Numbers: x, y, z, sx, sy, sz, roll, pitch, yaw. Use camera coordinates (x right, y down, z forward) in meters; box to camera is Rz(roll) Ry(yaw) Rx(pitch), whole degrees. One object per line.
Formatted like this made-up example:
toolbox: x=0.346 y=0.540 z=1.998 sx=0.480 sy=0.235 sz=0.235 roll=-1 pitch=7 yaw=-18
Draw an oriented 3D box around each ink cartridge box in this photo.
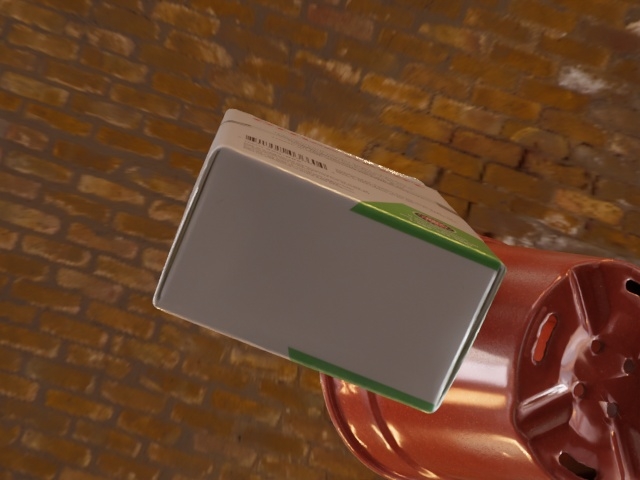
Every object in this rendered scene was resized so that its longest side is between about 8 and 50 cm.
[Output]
ink cartridge box: x=0.000 y=0.000 z=0.877 sx=0.211 sy=0.289 sz=0.122 roll=22 pitch=-80 yaw=-6

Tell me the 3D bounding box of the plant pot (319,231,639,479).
plant pot: x=0.180 y=0.117 z=1.055 sx=0.272 sy=0.265 sz=0.273 roll=0 pitch=-90 yaw=-28
